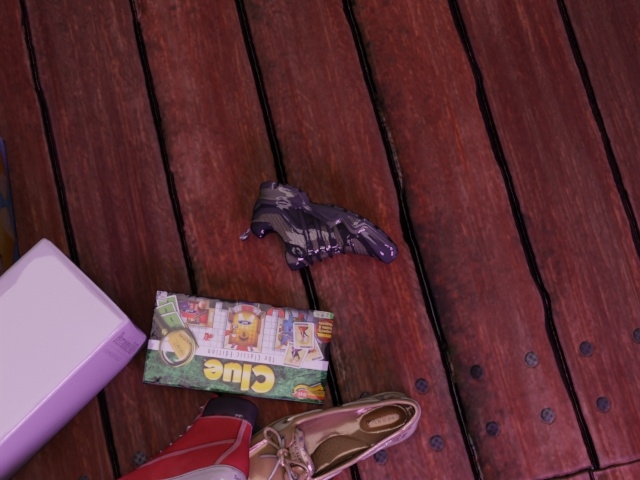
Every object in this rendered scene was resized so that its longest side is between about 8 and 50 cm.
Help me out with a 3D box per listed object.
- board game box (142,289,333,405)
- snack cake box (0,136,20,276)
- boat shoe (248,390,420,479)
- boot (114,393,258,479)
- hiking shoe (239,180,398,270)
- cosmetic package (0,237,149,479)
[{"bbox_3d":[-0.116,0.154,1.440,0.260,0.030,0.136,7,79,-6],"label":"board game box"},{"bbox_3d":[-0.496,-0.038,1.425,0.089,0.152,0.264,-10,77,-4],"label":"snack cake box"},{"bbox_3d":[0.002,0.277,1.394,0.285,0.089,0.104,-24,79,-6],"label":"boat shoe"},{"bbox_3d":[-0.199,0.302,1.395,0.244,0.088,0.176,-19,36,20],"label":"boot"},{"bbox_3d":[0.000,0.000,1.476,0.227,0.086,0.114,24,90,10],"label":"hiking shoe"},{"bbox_3d":[-0.452,0.226,1.325,0.161,0.230,0.453,43,80,7],"label":"cosmetic package"}]
